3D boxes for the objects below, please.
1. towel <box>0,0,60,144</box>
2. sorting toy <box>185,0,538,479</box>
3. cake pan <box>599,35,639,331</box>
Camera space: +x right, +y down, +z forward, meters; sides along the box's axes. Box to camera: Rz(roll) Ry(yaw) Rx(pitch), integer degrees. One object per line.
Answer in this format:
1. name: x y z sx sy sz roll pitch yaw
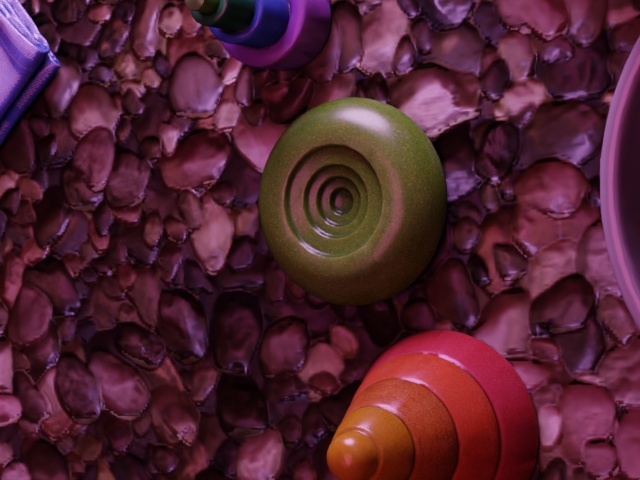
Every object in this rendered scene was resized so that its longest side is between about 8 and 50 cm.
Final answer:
1. towel: -0.326 -0.163 1.045 0.209 0.034 0.285 -47 69 23
2. sorting toy: 0.000 0.000 0.800 0.127 0.126 0.366 -26 78 28
3. cake pan: 0.283 -0.029 0.673 0.293 0.054 0.293 0 90 31
